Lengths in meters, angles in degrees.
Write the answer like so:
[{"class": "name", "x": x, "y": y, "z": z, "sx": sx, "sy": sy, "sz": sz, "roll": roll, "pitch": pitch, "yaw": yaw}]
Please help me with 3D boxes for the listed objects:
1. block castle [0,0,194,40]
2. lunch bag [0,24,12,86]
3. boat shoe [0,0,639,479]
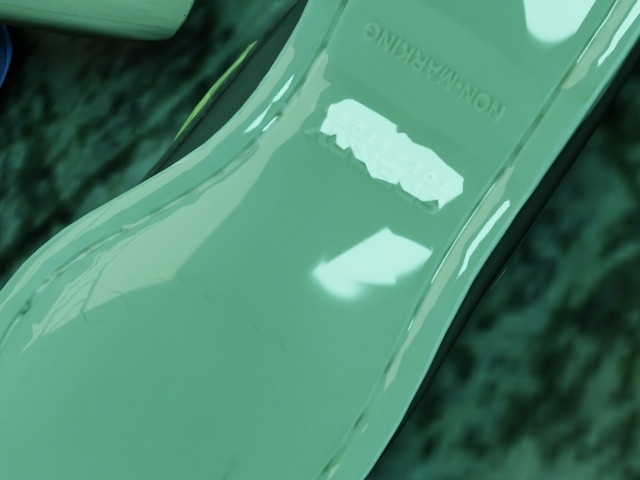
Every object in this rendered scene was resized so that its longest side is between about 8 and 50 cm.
[{"class": "block castle", "x": -0.114, "y": -0.292, "z": 0.506, "sx": 0.303, "sy": 0.213, "sz": 0.453, "roll": 120, "pitch": 151, "yaw": -45}, {"class": "lunch bag", "x": -0.132, "y": -0.058, "z": 0.568, "sx": 0.067, "sy": 0.065, "sz": 0.098, "roll": -53, "pitch": 42, "yaw": 22}, {"class": "boat shoe", "x": 0.000, "y": 0.000, "z": 0.418, "sx": 0.081, "sy": 0.069, "sz": 0.228, "roll": 40, "pitch": 97, "yaw": 7}]
